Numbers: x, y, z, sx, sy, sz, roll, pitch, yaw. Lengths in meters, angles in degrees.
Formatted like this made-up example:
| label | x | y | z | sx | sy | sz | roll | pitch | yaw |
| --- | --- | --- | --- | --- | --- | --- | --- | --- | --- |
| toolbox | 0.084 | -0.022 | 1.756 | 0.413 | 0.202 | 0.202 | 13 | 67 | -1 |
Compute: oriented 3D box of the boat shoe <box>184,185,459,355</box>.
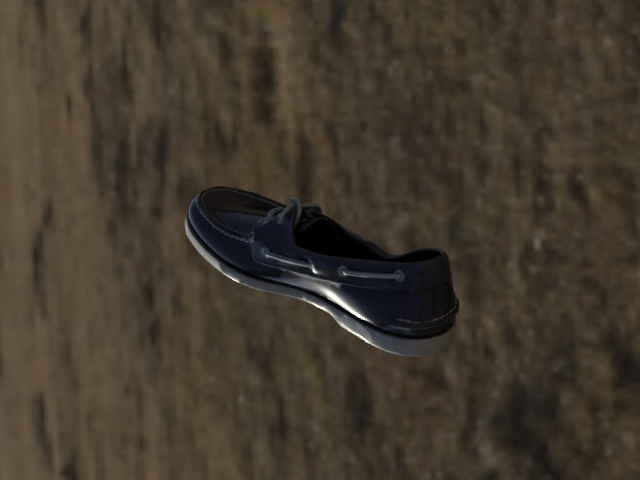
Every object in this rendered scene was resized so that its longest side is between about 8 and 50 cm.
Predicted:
| label | x | y | z | sx | sy | sz | roll | pitch | yaw |
| --- | --- | --- | --- | --- | --- | --- | --- | --- | --- |
| boat shoe | 0.000 | 0.000 | 1.113 | 0.206 | 0.075 | 0.065 | 27 | 129 | 34 |
